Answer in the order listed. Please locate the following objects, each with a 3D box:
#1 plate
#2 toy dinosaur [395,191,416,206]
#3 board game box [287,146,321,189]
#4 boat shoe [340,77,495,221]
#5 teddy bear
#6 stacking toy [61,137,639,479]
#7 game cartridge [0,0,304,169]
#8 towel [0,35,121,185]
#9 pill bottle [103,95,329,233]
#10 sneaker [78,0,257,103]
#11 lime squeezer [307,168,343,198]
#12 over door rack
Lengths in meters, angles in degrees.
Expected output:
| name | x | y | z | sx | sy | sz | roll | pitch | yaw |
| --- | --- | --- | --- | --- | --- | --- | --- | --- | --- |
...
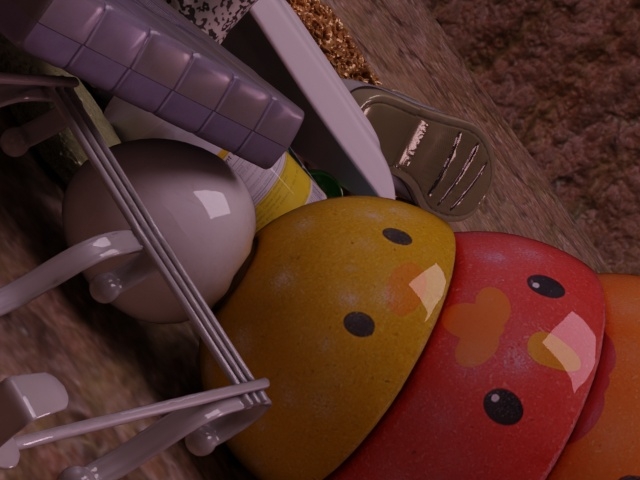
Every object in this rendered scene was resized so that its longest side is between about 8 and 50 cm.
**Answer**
| name | x | y | z | sx | sy | sz | roll | pitch | yaw |
| --- | --- | --- | --- | --- | --- | --- | --- | --- | --- |
| plate | -0.045 | -0.168 | 1.591 | 0.277 | 0.045 | 0.278 | 53 | -8 | -28 |
| toy dinosaur | 0.099 | -0.026 | 1.918 | 0.112 | 0.064 | 0.211 | 53 | 14 | 1 |
| board game box | 0.000 | 0.000 | 1.498 | 0.186 | 0.026 | 0.126 | 55 | -14 | 0 |
| boat shoe | 0.084 | -0.109 | 1.844 | 0.103 | 0.113 | 0.302 | 34 | 3 | 37 |
| teddy bear | -0.004 | -0.221 | 1.947 | 0.338 | 0.113 | 0.245 | 49 | 13 | -22 |
| stacking toy | 0.039 | 0.091 | 1.131 | 0.480 | 0.350 | 0.350 | 30 | 21 | -16 |
| game cartridge | -0.185 | -0.172 | 1.099 | 0.355 | 0.068 | 0.230 | 41 | 6 | 40 |
| towel | -0.194 | -0.101 | 1.211 | 0.148 | 0.027 | 0.110 | 55 | 15 | -3 |
| pill bottle | -0.078 | -0.051 | 1.313 | 0.184 | 0.103 | 0.103 | 47 | 15 | -25 |
| sneaker | -0.153 | -0.279 | 1.442 | 0.158 | 0.182 | 0.410 | 33 | 25 | -55 |
| lime squeezer | 0.018 | -0.012 | 1.588 | 0.310 | 0.059 | 0.110 | 56 | -14 | 1 |
| over door rack | -0.165 | 0.011 | 0.863 | 0.239 | 0.108 | 0.324 | 56 | 11 | 13 |
